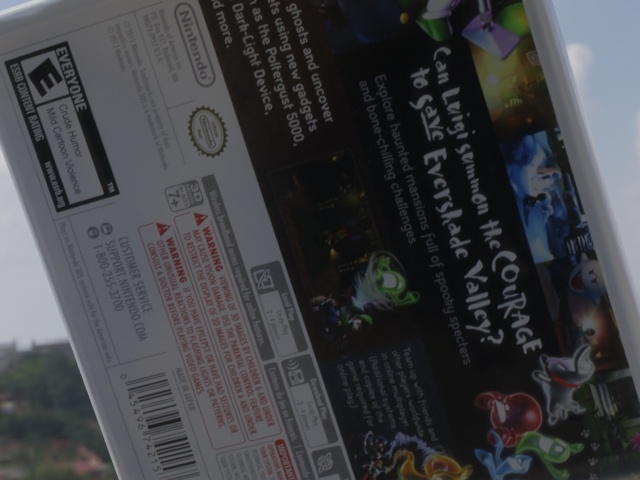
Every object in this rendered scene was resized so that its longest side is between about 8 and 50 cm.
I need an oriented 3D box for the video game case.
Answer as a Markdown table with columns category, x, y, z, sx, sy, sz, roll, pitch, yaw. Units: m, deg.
| category | x | y | z | sx | sy | sz | roll | pitch | yaw |
| --- | --- | --- | --- | --- | --- | --- | --- | --- | --- |
| video game case | 0.000 | 0.000 | 0.447 | 0.173 | 0.190 | 0.022 | -15 | 9 | 15 |
